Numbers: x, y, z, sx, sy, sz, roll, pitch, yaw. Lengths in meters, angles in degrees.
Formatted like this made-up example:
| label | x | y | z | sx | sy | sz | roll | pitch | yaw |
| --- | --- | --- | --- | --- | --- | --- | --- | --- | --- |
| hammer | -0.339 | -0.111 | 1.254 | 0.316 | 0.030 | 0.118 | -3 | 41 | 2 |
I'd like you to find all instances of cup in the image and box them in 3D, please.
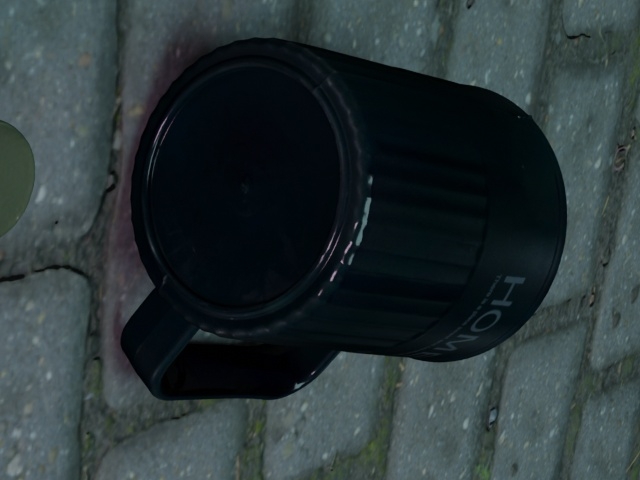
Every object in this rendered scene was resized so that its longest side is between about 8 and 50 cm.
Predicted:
| label | x | y | z | sx | sy | sz | roll | pitch | yaw |
| --- | --- | --- | --- | --- | --- | --- | --- | --- | --- |
| cup | -0.001 | -0.018 | 1.297 | 0.292 | 0.308 | 0.242 | 9 | 67 | -55 |

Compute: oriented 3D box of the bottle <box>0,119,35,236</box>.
| label | x | y | z | sx | sy | sz | roll | pitch | yaw |
| --- | --- | --- | --- | --- | --- | --- | --- | --- | --- |
| bottle | -0.254 | -0.056 | 0.899 | 0.072 | 0.202 | 0.072 | -31 | 130 | -45 |
